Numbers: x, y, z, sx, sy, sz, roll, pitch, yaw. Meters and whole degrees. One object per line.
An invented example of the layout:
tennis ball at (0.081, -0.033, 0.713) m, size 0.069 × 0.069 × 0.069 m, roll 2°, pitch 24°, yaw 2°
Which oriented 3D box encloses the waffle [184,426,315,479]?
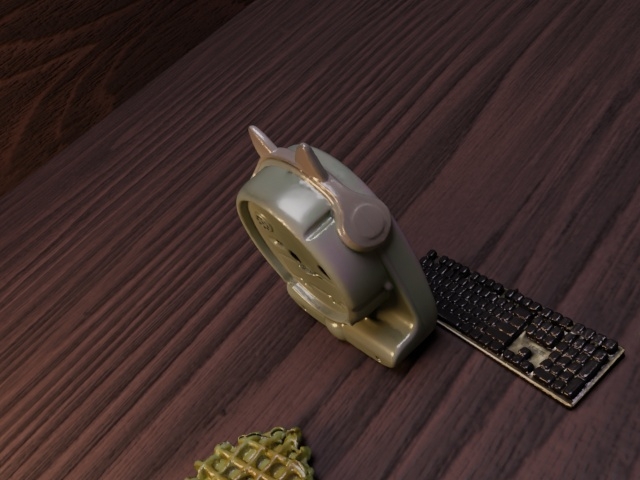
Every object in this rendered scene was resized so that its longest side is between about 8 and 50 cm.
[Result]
waffle at (-0.091, 0.305, 0.739) m, size 0.184 × 0.036 × 0.169 m, roll -19°, pitch 34°, yaw 12°

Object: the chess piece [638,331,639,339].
chess piece at (0.373, 0.126, 0.634) m, size 0.042 × 0.042 × 0.093 m, roll -24°, pitch 42°, yaw 8°

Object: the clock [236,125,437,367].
clock at (0.000, 0.000, 0.803) m, size 0.109 × 0.324 × 0.265 m, roll -41°, pitch 35°, yaw -16°

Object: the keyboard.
keyboard at (0.222, 0.094, 0.789) m, size 0.106 × 0.027 × 0.317 m, roll -40°, pitch 36°, yaw -14°
